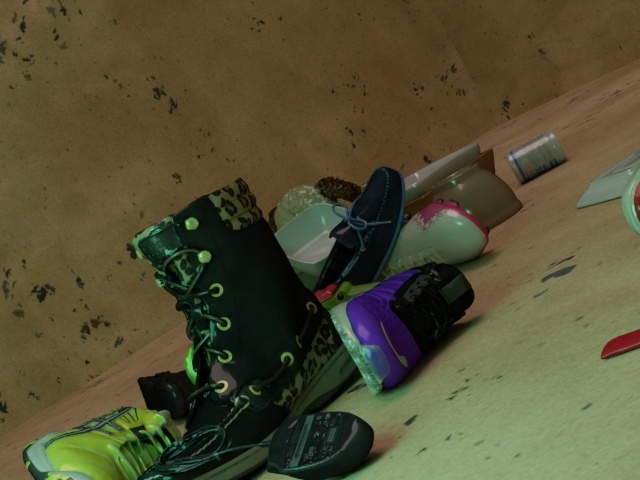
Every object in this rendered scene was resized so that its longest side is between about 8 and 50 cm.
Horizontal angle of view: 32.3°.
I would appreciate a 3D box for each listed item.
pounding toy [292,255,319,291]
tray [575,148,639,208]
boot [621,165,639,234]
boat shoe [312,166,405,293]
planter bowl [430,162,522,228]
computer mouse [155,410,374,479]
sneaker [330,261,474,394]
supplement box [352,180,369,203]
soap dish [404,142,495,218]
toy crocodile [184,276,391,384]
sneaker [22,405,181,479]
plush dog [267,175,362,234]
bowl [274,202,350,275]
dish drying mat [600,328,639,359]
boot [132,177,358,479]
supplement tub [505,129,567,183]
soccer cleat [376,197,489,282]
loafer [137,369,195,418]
[{"bbox_3d":[-0.035,0.084,1.910,0.130,0.141,0.100,-30,4,-14],"label":"pounding toy"},{"bbox_3d":[0.503,-0.131,1.631,0.270,0.030,0.145,-31,4,-24],"label":"tray"},{"bbox_3d":[0.438,-0.080,1.120,0.244,0.088,0.176,-27,5,-17],"label":"boot"},{"bbox_3d":[0.057,0.005,1.729,0.109,0.089,0.258,17,89,63],"label":"boat shoe"},{"bbox_3d":[0.264,-0.072,1.978,0.162,0.109,0.162,-29,5,3],"label":"planter bowl"},{"bbox_3d":[-0.054,0.204,1.048,0.242,0.041,0.071,-11,37,31],"label":"computer mouse"},{"bbox_3d":[0.106,0.081,1.283,0.146,0.102,0.293,-28,4,11],"label":"sneaker"},{"bbox_3d":[0.111,-0.109,2.303,0.098,0.036,0.062,-29,4,14],"label":"supplement box"},{"bbox_3d":[0.221,-0.083,2.322,0.229,0.118,0.291,-26,6,44],"label":"soap dish"},{"bbox_3d":[-0.040,0.133,1.602,0.340,0.105,0.115,-27,5,18],"label":"toy crocodile"},{"bbox_3d":[-0.238,0.253,1.277,0.147,0.145,0.384,-30,6,-7],"label":"sneaker"},{"bbox_3d":[0.000,0.000,2.083,0.262,0.225,0.210,-27,5,30],"label":"plush dog"},{"bbox_3d":[0.000,0.004,1.846,0.142,0.053,0.142,-40,36,-26],"label":"bowl"},{"bbox_3d":[0.268,0.076,0.901,0.083,0.008,0.032,-26,6,35],"label":"dish drying mat"},{"bbox_3d":[-0.124,0.107,1.255,0.138,0.284,0.377,-26,7,42],"label":"boot"},{"bbox_3d":[0.436,-0.169,2.239,0.107,0.071,0.071,-28,4,13],"label":"supplement tub"},{"bbox_3d":[0.153,0.024,1.757,0.143,0.116,0.331,-53,13,-15],"label":"soccer cleat"},{"bbox_3d":[-0.236,0.251,1.804,0.078,0.080,0.220,-21,6,-24],"label":"loafer"}]
